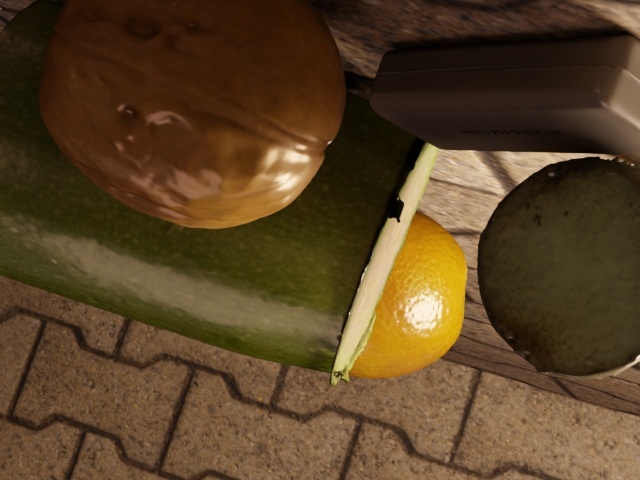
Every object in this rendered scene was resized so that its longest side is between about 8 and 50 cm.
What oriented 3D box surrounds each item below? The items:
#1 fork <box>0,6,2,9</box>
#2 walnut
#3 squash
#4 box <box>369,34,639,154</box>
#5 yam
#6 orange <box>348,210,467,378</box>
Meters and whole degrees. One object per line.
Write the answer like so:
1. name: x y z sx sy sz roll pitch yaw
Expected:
1. fork: -0.421 -0.258 1.256 0.220 0.034 0.028 21 -163 -6
2. walnut: -0.093 -0.112 0.928 0.222 0.195 0.195 22 172 10
3. squash: -0.110 -0.042 1.159 0.385 0.263 0.263 18 171 5
4. box: 0.148 -0.103 0.934 0.103 0.055 0.244 26 169 -36
5. yam: 0.218 0.018 0.990 0.161 0.161 0.268 16 -173 20
6. orange: 0.062 0.058 1.552 0.236 0.236 0.236 18 171 3
